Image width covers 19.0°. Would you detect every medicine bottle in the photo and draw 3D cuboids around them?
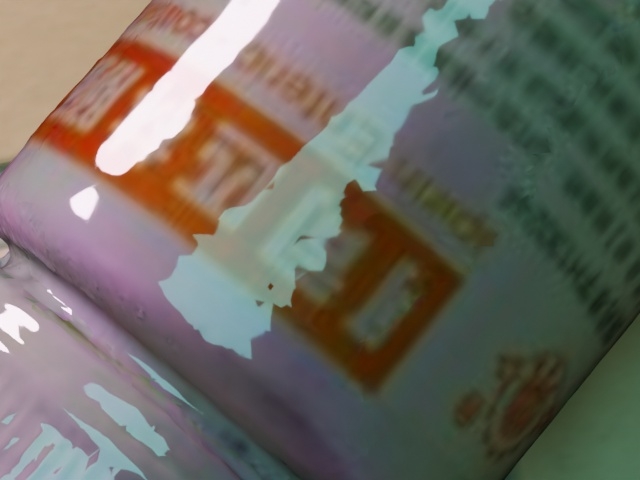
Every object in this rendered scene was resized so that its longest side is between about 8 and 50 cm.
[{"bbox_3d":[0.000,0.000,0.718,0.219,0.219,0.388,39,82,15],"label":"medicine bottle"}]
